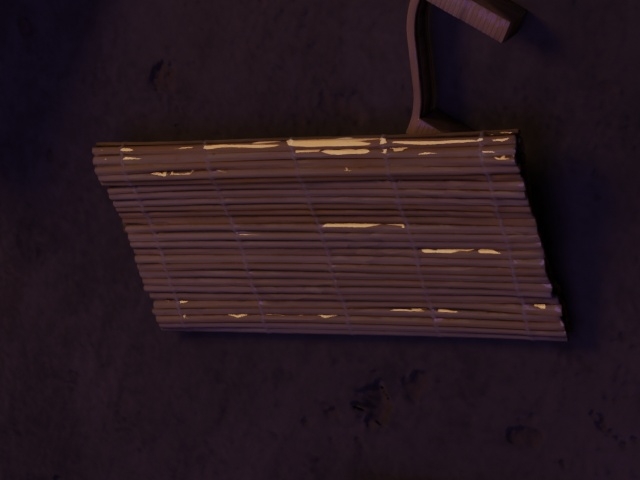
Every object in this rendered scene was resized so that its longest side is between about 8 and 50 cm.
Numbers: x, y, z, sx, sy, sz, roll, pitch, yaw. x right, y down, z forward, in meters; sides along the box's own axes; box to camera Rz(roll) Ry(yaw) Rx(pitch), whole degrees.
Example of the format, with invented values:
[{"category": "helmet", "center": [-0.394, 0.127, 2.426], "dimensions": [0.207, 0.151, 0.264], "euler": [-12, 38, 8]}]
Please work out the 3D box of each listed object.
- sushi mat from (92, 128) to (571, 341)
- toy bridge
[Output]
[{"category": "sushi mat", "center": [0.000, 0.000, 1.145], "dimensions": [0.316, 0.019, 0.151], "euler": [0, 126, 32]}, {"category": "toy bridge", "center": [0.086, -0.138, 1.038], "dimensions": [0.063, 0.026, 0.188], "euler": [32, 126, 15]}]
